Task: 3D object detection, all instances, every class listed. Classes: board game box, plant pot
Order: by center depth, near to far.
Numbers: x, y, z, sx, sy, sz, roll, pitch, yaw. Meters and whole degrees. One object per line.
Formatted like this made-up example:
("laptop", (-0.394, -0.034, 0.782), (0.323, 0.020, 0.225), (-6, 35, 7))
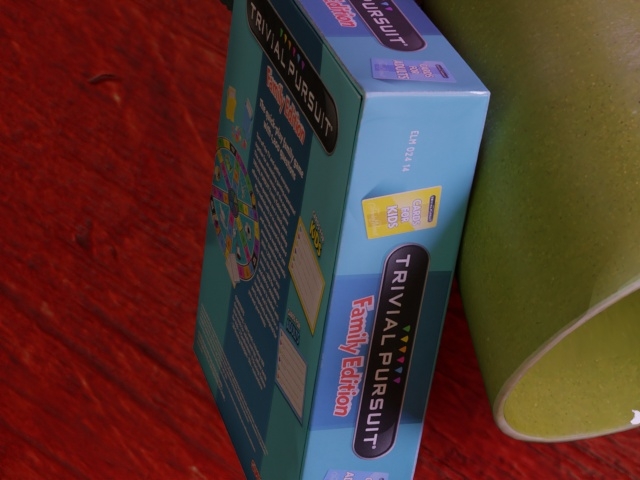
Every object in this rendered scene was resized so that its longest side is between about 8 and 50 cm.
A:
("plant pot", (0.176, -0.070, 1.052), (0.275, 0.275, 0.293), (-36, 62, 27))
("board game box", (0.000, 0.000, 1.108), (0.254, 0.079, 0.336), (-119, 33, -53))

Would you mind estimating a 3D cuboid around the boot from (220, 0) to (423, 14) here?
("boot", (0.006, -0.197, 1.223), (0.161, 0.083, 0.246), (-23, 91, 24))
